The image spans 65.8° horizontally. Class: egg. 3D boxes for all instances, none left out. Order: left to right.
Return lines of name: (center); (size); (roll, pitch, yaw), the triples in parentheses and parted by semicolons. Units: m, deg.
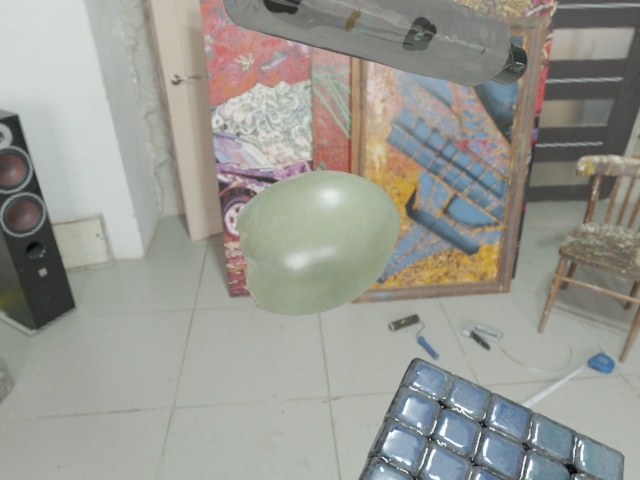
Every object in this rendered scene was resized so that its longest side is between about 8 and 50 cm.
egg: (0.000, 0.000, 0.995); (0.336, 0.278, 0.278); (-16, 33, -13)

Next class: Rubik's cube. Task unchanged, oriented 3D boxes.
Rubik's cube: (0.142, 0.315, 0.523); (0.237, 0.238, 0.237); (22, 44, 16)

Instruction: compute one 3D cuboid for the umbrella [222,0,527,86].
umbrella: (0.074, -0.189, 0.441); (0.337, 0.067, 0.073); (0, -4, -34)
